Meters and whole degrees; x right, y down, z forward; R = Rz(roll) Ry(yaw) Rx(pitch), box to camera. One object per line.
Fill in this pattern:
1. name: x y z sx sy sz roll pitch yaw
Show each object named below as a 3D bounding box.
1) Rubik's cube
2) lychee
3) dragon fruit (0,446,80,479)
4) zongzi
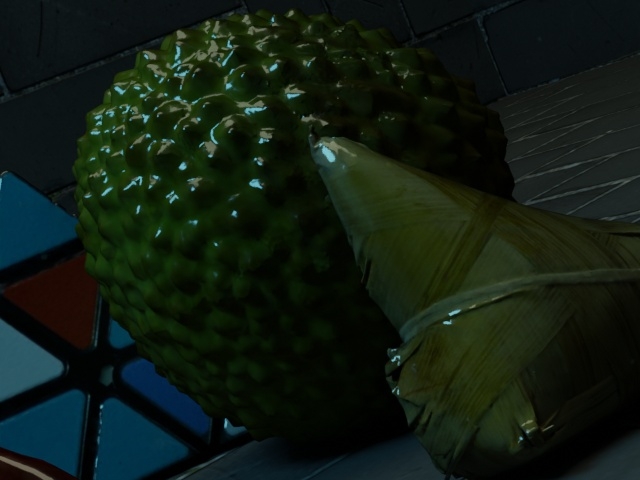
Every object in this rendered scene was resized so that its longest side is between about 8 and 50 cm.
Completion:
1. Rubik's cube: -0.116 0.126 1.281 0.234 0.284 0.250 1 38 14
2. lychee: -0.008 -0.006 1.150 0.270 0.320 0.270 -25 25 13
3. dragon fruit: -0.124 0.135 0.403 0.317 0.152 0.205 -15 -36 7
4. zongzi: 0.101 0.005 0.951 0.194 0.197 0.099 -21 -11 -36
